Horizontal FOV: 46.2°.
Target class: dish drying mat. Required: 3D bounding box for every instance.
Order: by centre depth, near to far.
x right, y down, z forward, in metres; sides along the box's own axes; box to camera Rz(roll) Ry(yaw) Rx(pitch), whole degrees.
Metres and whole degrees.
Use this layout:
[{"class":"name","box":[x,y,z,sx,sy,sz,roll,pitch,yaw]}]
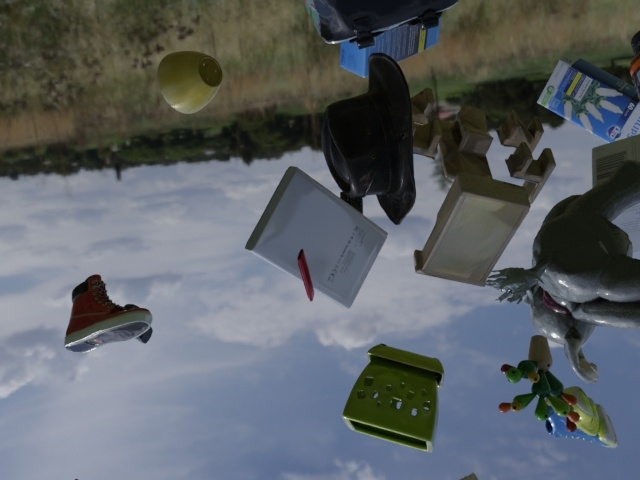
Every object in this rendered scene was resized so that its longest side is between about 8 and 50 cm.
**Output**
[{"class":"dish drying mat","box":[-0.023,0.056,1.208,0.008,0.083,0.032,-6,-149,16]}]

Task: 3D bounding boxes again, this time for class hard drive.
[{"class":"hard drive","box":[0.000,0.000,1.658,0.307,0.203,0.040,33,171,-36]}]

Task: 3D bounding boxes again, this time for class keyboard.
[{"class":"keyboard","box":[0.082,-0.053,2.138,0.108,0.180,0.023,12,157,-30]}]

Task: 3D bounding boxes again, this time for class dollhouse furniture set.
[{"class":"dollhouse furniture set","box":[0.331,-0.129,1.765,0.362,0.256,0.394,12,-138,-11]}]

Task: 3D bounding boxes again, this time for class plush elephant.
[{"class":"plush elephant","box":[0.445,0.080,1.256,0.330,0.255,0.272,-22,-126,2]}]

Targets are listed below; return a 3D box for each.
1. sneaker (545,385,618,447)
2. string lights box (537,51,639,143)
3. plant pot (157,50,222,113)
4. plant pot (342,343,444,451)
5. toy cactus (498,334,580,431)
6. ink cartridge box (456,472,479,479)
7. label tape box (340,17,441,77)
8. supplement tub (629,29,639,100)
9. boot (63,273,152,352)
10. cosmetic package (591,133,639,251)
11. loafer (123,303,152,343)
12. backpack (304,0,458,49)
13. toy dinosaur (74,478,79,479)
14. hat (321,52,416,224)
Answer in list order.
[{"class":"sneaker","box":[0.615,0.436,1.803,0.126,0.240,0.091,-29,-148,26]},{"class":"string lights box","box":[0.698,-0.349,1.887,0.259,0.133,0.076,35,-138,18]},{"class":"plant pot","box":[-0.265,-0.348,1.600,0.095,0.134,0.134,-11,-175,41]},{"class":"plant pot","box":[0.196,0.391,1.883,0.227,0.207,0.228,14,161,13]},{"class":"toy cactus","box":[0.436,0.281,1.502,0.219,0.181,0.112,27,141,-23]},{"class":"ink cartridge box","box":[0.278,0.617,1.704,0.223,0.045,0.224,-26,176,0]},{"class":"label tape box","box":[0.217,-0.669,2.243,0.115,0.249,0.347,32,-131,33]},{"class":"supplement tub","box":[0.568,-0.253,1.216,0.106,0.198,0.106,-8,159,-3]},{"class":"boot","box":[-0.480,0.143,1.703,0.244,0.176,0.088,-17,149,27]},{"class":"cosmetic package","box":[0.646,-0.096,1.489,0.151,0.151,0.183,-16,139,37]},{"class":"loafer","box":[-0.494,0.215,1.965,0.061,0.170,0.062,19,-123,16]},{"class":"backpack","box":[0.068,-0.413,1.075,0.225,0.191,0.253,-17,-147,5]},{"class":"toy dinosaur","box":[-0.501,0.525,1.564,0.090,0.082,0.047,-7,-145,33]},{"class":"hat","box":[0.075,-0.185,1.433,0.133,0.331,0.331,-8,-170,-10]}]
